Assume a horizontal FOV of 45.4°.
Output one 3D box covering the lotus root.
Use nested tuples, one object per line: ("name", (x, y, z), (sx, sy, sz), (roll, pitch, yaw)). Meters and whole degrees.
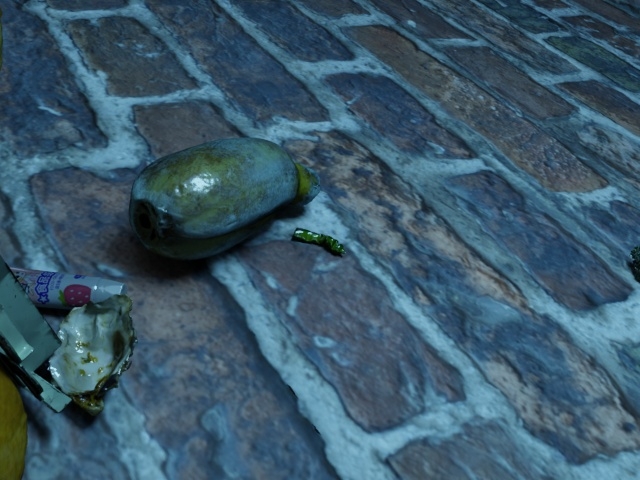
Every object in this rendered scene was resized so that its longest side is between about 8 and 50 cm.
("lotus root", (-0.122, -0.075, 1.055), (0.322, 0.158, 0.140), (-26, 76, -49))

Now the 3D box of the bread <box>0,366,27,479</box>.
("bread", (-0.410, 0.137, 0.639), (0.340, 0.179, 0.194), (16, 34, 1))

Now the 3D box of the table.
("table", (-0.316, 0.074, 0.752), (0.175, 0.146, 0.062), (21, 55, 32))

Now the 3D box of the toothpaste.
("toothpaste", (-0.330, 0.056, 0.905), (0.194, 0.043, 0.067), (7, 38, -1))

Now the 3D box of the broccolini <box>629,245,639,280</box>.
("broccolini", (0.605, 0.039, 1.239), (0.216, 0.058, 0.067), (4, 33, -15))

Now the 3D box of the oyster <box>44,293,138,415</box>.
("oyster", (-0.242, 0.125, 0.823), (0.103, 0.051, 0.148), (-10, 40, 11))

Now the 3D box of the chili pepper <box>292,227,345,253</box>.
("chili pepper", (0.000, 0.000, 1.115), (0.083, 0.022, 0.027), (20, 2, 9))

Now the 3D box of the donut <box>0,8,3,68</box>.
("donut", (-0.510, -0.150, 0.780), (0.198, 0.449, 0.449), (35, 37, 1))
